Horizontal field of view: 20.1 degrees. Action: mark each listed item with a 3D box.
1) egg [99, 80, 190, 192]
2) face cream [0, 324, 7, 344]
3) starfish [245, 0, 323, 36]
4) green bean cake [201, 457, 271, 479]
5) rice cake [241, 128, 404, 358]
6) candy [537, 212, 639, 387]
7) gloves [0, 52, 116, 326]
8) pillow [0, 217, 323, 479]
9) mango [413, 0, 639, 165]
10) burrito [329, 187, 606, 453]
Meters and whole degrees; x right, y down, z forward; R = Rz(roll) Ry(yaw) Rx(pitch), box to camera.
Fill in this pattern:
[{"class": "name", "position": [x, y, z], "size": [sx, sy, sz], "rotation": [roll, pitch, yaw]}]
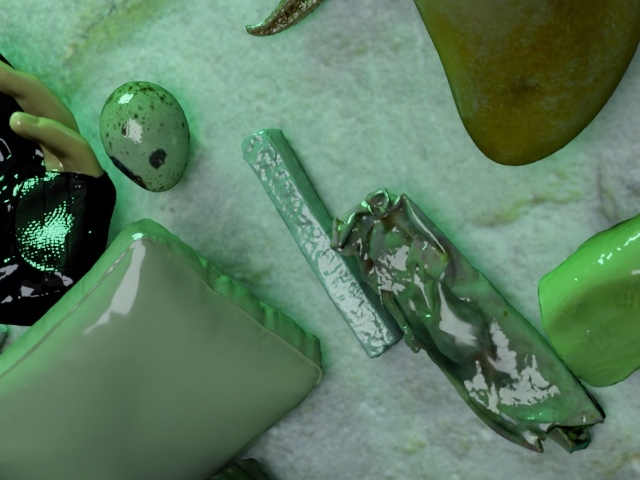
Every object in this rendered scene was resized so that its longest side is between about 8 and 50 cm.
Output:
[{"class": "egg", "position": [-0.168, -0.100, 1.737], "size": [0.085, 0.085, 0.110], "rotation": [-10, 102, 21]}, {"class": "face cream", "position": [-0.363, 0.141, 1.853], "size": [0.034, 0.034, 0.130], "rotation": [31, 105, 16]}, {"class": "starfish", "position": [0.004, -0.282, 1.677], "size": [0.238, 0.057, 0.213], "rotation": [18, 104, 19]}, {"class": "green bean cake", "position": [-0.121, 0.303, 1.696], "size": [0.094, 0.185, 0.183], "rotation": [42, 108, 7]}, {"class": "rice cake", "position": [0.000, 0.000, 1.702], "size": [0.042, 0.045, 0.245], "rotation": [-33, 82, 20]}, {"class": "candy", "position": [0.344, -0.002, 1.525], "size": [0.343, 0.142, 0.132], "rotation": [-36, 94, 20]}, {"class": "gloves", "position": [-0.307, -0.063, 1.757], "size": [0.197, 0.152, 0.301], "rotation": [-14, 89, 12]}, {"class": "pillow", "position": [-0.182, 0.150, 1.709], "size": [0.255, 0.120, 0.322], "rotation": [37, 111, -26]}, {"class": "mango", "position": [0.172, -0.253, 1.539], "size": [0.221, 0.199, 0.384], "rotation": [-3, 99, -13]}, {"class": "burrito", "position": [0.133, 0.079, 1.647], "size": [0.096, 0.066, 0.309], "rotation": [-45, 81, 15]}]
